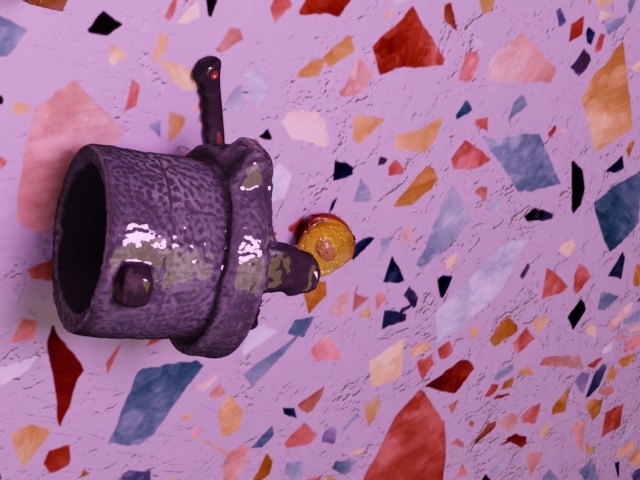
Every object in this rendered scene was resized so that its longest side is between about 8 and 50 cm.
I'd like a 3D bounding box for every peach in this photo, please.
[{"bbox_3d":[0.000,0.001,2.176,0.098,0.061,0.098,-5,115,-11],"label":"peach"}]

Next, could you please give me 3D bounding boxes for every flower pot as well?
[{"bbox_3d":[-0.167,-0.001,1.867,0.283,0.299,0.299,8,111,-26],"label":"flower pot"}]

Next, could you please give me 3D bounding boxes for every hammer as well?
[{"bbox_3d":[-0.140,-0.114,2.016,0.111,0.033,0.287,-23,127,-26],"label":"hammer"}]

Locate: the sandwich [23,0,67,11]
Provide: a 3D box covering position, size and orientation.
[{"bbox_3d":[-0.382,-0.338,1.634,0.236,0.122,0.128,12,103,-39],"label":"sandwich"}]
